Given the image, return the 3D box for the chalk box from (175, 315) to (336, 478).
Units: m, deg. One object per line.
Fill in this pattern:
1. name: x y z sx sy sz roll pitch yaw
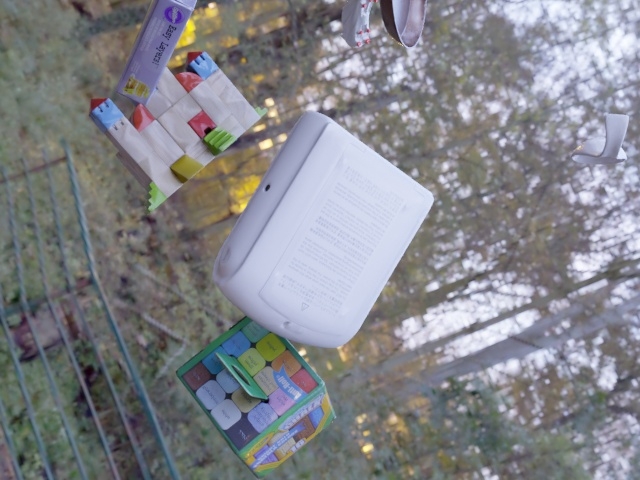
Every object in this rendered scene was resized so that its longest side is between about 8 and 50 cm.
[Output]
1. chalk box: -0.105 0.247 1.430 0.180 0.179 0.289 47 -13 22

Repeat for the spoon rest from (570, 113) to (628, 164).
1. spoon rest: 0.707 -0.229 2.167 0.276 0.137 0.084 62 34 -75

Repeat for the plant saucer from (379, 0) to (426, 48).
1. plant saucer: 0.116 -0.359 1.238 0.168 0.029 0.168 5 90 -67

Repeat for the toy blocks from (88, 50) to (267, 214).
1. toy blocks: -0.329 -0.275 1.919 0.261 0.381 0.191 50 -21 -10

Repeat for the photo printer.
1. photo printer: 0.000 0.000 1.298 0.256 0.307 0.107 31 -2 -32

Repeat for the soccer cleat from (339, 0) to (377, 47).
1. soccer cleat: 0.082 -0.511 1.870 0.076 0.068 0.196 39 -48 31

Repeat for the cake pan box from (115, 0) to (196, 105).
1. cake pan box: -0.269 -0.411 1.538 0.246 0.070 0.267 -48 -155 43
